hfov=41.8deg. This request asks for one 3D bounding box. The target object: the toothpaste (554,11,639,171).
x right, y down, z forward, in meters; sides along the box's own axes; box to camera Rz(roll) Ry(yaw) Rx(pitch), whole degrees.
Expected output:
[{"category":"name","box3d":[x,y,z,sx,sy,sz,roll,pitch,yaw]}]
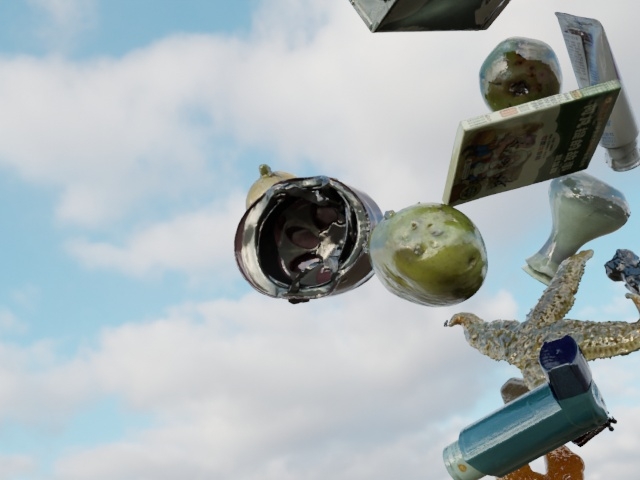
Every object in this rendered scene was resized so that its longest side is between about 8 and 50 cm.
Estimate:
[{"category":"toothpaste","box3d":[0.473,-0.250,1.402,0.073,0.114,0.299,-34,-59,-5]}]

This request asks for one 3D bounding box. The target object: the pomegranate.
[{"category":"pomegranate","box3d":[0.428,-0.333,1.772,0.179,0.179,0.210,-23,-13,22]}]

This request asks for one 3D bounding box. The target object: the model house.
[{"category":"model house","box3d":[0.491,0.338,1.729,0.164,0.141,0.203,-4,7,-24]}]

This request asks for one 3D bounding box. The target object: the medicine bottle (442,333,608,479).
[{"category":"medicine bottle","box3d":[0.274,0.243,1.142,0.124,0.079,0.258,44,-64,-13]}]

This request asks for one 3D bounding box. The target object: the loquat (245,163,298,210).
[{"category":"loquat","box3d":[-0.111,-0.102,2.148,0.172,0.204,0.149,-17,16,8]}]

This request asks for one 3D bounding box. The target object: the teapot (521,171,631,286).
[{"category":"teapot","box3d":[0.542,-0.021,1.817,0.183,0.183,0.251,16,-72,-41]}]

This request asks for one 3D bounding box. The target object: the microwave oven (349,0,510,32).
[{"category":"microwave oven","box3d":[0.132,-0.584,1.400,0.374,0.432,0.236,-15,-26,-41]}]

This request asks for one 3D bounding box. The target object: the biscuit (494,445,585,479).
[{"category":"biscuit","box3d":[0.457,0.546,1.671,0.202,0.334,0.047,-3,-52,-1]}]

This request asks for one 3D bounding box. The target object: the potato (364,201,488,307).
[{"category":"potato","box3d":[0.166,0.022,1.303,0.197,0.149,0.228,11,-18,19]}]

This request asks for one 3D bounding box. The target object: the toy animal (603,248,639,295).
[{"category":"toy animal","box3d":[0.624,0.091,1.488,0.106,0.168,0.343,-44,1,-3]}]

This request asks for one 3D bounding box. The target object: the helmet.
[{"category":"helmet","box3d":[0.000,0.000,1.813,0.338,0.271,0.197,-17,-15,34]}]

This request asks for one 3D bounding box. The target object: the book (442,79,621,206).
[{"category":"book","box3d":[0.330,-0.150,1.331,0.264,0.027,0.202,-16,-33,-11]}]

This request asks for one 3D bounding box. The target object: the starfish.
[{"category":"starfish","box3d":[0.429,0.144,1.585,0.324,0.432,0.082,-44,-71,5]}]
